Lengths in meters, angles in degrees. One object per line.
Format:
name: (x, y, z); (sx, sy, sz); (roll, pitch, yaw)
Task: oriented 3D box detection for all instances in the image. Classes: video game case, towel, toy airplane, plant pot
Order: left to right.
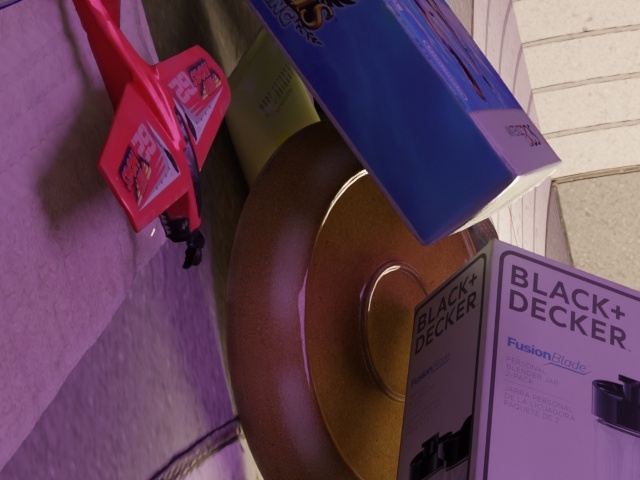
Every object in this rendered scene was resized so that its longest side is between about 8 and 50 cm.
towel: (-0.115, -0.051, 0.575); (0.282, 0.049, 0.187); (-63, 139, -67)
toy airplane: (-0.067, -0.059, 0.607); (0.151, 0.028, 0.151); (-12, 90, -76)
video game case: (0.019, -0.129, 0.925); (0.269, 0.061, 0.244); (55, 12, 4)
plant pot: (0.033, 0.050, 0.949); (0.236, 0.032, 0.236); (14, 72, -54)

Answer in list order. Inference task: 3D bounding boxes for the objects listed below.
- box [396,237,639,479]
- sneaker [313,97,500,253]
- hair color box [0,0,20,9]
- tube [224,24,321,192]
box: (0.123, 0.159, 0.861); (0.087, 0.169, 0.290); (132, -26, -51)
sneaker: (0.063, -0.019, 1.157); (0.276, 0.098, 0.135); (47, 33, -68)
hair color box: (-0.099, -0.226, 0.383); (0.338, 0.185, 0.110); (65, 18, -15)
tube: (0.000, 0.000, 0.982); (0.070, 0.062, 0.240); (35, -30, 61)
